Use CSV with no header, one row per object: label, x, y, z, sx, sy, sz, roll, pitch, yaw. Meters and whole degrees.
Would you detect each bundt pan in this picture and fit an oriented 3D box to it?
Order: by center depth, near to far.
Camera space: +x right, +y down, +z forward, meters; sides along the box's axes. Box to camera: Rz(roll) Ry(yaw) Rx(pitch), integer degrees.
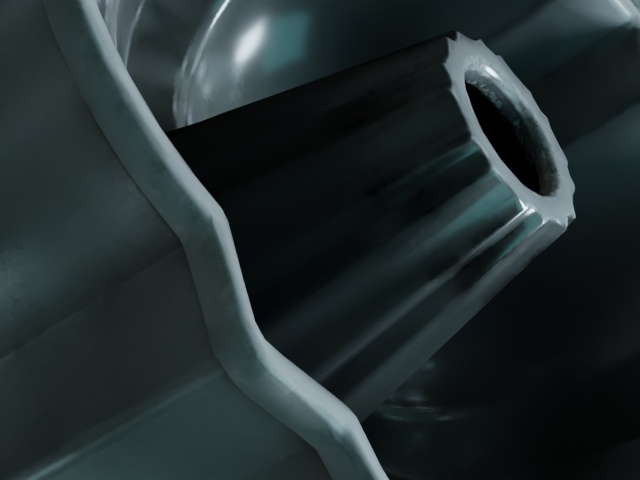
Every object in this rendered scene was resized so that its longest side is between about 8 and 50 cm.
bundt pan,0.000,0.000,0.486,0.124,0.331,0.331,-31,152,26

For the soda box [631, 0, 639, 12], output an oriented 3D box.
soda box,0.178,-0.105,0.775,0.069,0.074,0.216,6,108,-51
